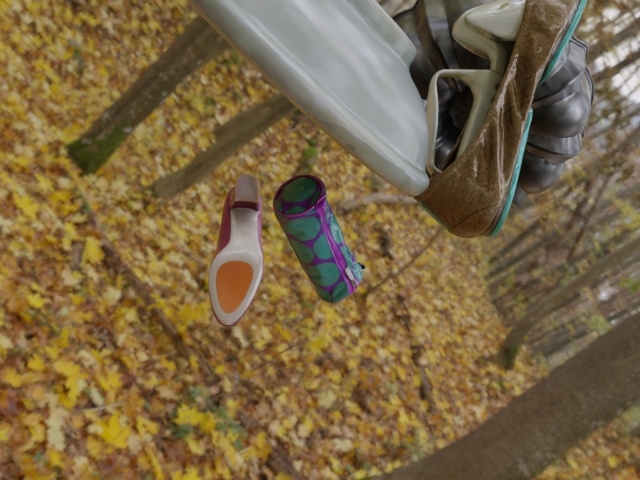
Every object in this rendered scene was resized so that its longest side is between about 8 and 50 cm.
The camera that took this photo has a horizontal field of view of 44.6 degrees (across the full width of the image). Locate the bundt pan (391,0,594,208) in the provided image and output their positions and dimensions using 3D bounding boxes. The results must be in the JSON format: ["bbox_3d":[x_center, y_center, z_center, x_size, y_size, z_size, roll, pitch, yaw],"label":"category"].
[{"bbox_3d":[0.208,-0.172,1.053,0.331,0.331,0.124,51,25,-19],"label":"bundt pan"}]

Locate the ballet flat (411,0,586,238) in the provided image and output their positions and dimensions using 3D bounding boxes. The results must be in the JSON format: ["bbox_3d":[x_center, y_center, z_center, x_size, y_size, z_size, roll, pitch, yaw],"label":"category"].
[{"bbox_3d":[0.186,-0.172,0.848,0.124,0.342,0.116,23,-6,-4],"label":"ballet flat"}]

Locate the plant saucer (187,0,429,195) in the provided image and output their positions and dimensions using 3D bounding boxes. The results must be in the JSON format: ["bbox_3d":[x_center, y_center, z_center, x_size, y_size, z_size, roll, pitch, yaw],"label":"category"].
[{"bbox_3d":[-0.019,-0.214,0.723,0.400,0.100,0.400,42,12,-11],"label":"plant saucer"}]

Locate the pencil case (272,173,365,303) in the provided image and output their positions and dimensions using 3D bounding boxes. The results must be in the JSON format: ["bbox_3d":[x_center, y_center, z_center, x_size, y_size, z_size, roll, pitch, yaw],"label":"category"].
[{"bbox_3d":[0.000,0.000,0.872,0.064,0.070,0.152,-48,135,-23],"label":"pencil case"}]

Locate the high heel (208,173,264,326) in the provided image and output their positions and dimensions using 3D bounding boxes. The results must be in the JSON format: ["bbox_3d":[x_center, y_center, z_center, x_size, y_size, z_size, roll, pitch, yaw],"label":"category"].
[{"bbox_3d":[-0.133,0.023,1.215,0.117,0.082,0.244,118,-26,-68],"label":"high heel"}]
